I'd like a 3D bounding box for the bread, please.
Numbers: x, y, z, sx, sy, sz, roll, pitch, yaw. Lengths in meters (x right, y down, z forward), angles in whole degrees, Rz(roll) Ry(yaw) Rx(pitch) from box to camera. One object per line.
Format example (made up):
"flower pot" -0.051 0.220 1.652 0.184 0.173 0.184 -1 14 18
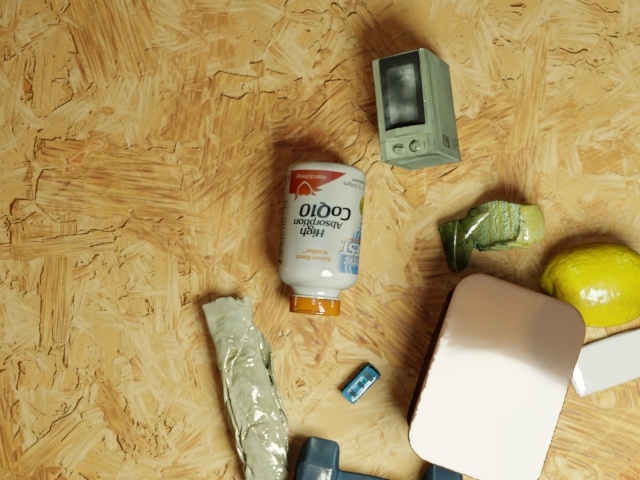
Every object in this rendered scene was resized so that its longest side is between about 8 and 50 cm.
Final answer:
"bread" 0.374 -0.030 1.669 0.110 0.156 0.103 -4 91 -31

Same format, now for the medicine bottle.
"medicine bottle" 0.000 0.000 1.644 0.157 0.157 0.288 4 85 2

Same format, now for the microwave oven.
"microwave oven" 0.182 -0.249 1.657 0.129 0.163 0.204 -8 83 25

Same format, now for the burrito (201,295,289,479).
"burrito" -0.134 0.298 1.662 0.117 0.076 0.391 -14 84 0

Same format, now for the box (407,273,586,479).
"box" 0.310 0.252 1.574 0.240 0.229 0.339 19 86 4

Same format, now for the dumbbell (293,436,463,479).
"dumbbell" 0.104 0.475 1.604 0.317 0.143 0.156 12 85 2

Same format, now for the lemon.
"lemon" 0.524 0.085 1.614 0.208 0.170 0.169 -8 85 -4

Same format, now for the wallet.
"wallet" 0.575 0.234 1.665 0.190 0.033 0.095 -21 86 1

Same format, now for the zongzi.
"zongzi" 0.295 0.004 1.670 0.113 0.052 0.104 -15 90 30

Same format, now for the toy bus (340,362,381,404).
"toy bus" 0.079 0.281 1.671 0.038 0.046 0.083 44 89 5
